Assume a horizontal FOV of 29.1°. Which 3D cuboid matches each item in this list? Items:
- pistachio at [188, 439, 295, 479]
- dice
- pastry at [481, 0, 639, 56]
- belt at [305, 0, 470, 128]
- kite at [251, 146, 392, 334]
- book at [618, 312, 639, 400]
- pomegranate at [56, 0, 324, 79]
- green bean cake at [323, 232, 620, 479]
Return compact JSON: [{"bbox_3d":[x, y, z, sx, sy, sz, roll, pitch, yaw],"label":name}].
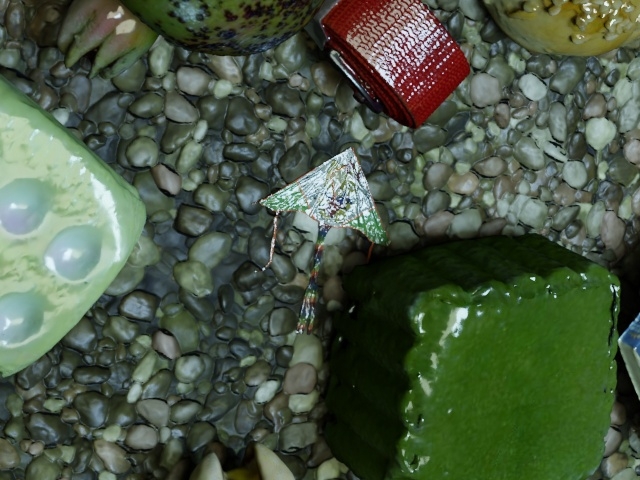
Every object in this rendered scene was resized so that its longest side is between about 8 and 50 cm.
[{"bbox_3d":[-0.085,0.401,1.483,0.194,0.214,0.318,-5,90,-18],"label":"pistachio"},{"bbox_3d":[-0.349,-0.026,1.260,0.252,0.250,0.254,41,87,-23],"label":"dice"},{"bbox_3d":[0.341,-0.367,1.479,0.316,0.184,0.284,-42,114,-8],"label":"pastry"},{"bbox_3d":[0.070,-0.223,1.441,0.124,0.128,0.201,-47,114,-6],"label":"belt"},{"bbox_3d":[0.000,0.000,1.530,0.198,0.006,0.244,13,97,-23],"label":"kite"},{"bbox_3d":[0.574,0.079,1.670,0.428,0.039,0.300,-46,132,-17],"label":"book"},{"bbox_3d":[-0.144,-0.294,1.297,0.285,0.285,0.341,39,120,-24],"label":"pomegranate"},{"bbox_3d":[0.190,0.166,1.541,0.319,0.218,0.335,-2,109,-28],"label":"green bean cake"}]
